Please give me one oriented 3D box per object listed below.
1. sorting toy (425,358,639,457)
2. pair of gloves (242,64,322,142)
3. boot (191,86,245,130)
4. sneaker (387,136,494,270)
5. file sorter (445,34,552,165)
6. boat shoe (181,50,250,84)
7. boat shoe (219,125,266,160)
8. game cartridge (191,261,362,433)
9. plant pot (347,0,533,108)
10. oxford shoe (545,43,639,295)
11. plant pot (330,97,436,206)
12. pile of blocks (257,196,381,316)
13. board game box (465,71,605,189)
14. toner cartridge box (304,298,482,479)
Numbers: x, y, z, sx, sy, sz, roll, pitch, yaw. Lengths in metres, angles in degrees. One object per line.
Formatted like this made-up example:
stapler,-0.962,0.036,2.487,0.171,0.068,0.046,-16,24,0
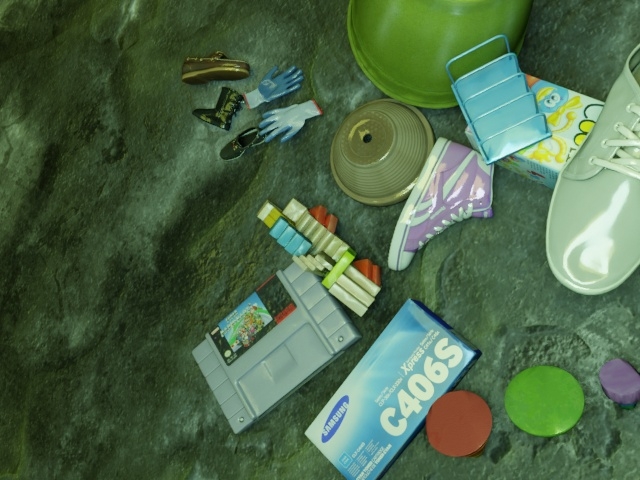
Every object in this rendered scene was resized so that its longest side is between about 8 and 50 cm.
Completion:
sorting toy,0.374,0.310,0.995,0.365,0.126,0.127,-21,39,16
pair of gloves,-0.093,-0.327,1.360,0.159,0.023,0.198,-27,68,1
boot,-0.256,-0.339,1.442,0.121,0.045,0.099,24,93,20
sneaker,0.246,-0.046,1.125,0.160,0.102,0.282,27,100,12
file sorter,0.299,-0.240,0.972,0.118,0.104,0.171,-24,70,18
boat shoe,-0.269,-0.445,1.452,0.206,0.073,0.073,4,84,25
boat shoe,-0.196,-0.238,1.397,0.132,0.042,0.049,-25,73,20
game cartridge,-0.109,0.226,1.258,0.355,0.068,0.230,-41,70,12
plant pot,0.228,-0.462,1.008,0.365,0.353,0.367,0,87,3
oxford shoe,0.469,-0.132,0.860,0.169,0.130,0.450,27,91,23
plant pot,0.117,-0.197,1.206,0.237,0.109,0.238,-4,79,24
pile of blocks,0.000,0.000,1.200,0.362,0.149,0.113,42,98,26
board game box,0.429,-0.182,1.039,0.275,0.144,0.142,31,93,26
toner cartridge box,0.139,0.300,1.118,0.165,0.075,0.348,39,98,27
